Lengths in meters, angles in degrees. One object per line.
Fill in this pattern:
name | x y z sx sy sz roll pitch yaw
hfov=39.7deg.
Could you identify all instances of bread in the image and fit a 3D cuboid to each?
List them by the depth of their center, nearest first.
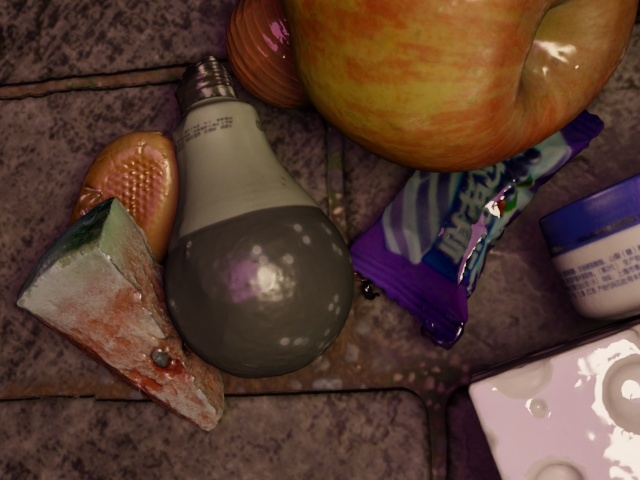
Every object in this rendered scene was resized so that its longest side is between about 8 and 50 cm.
bread | -0.201 -0.028 0.934 0.114 0.077 0.189 26 101 -5

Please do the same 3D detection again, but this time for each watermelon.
watermelon | -0.189 0.098 0.890 0.154 0.094 0.241 -37 106 19

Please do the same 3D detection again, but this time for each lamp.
lamp | -0.069 -0.026 0.839 0.182 0.182 0.314 -9 94 10
lamp | -0.028 -0.198 0.886 0.136 0.136 0.136 -1 84 11

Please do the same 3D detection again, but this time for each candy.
candy | 0.145 -0.041 0.870 0.145 0.070 0.275 34 88 22

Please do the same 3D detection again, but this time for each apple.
apple | 0.101 -0.210 0.762 0.301 0.301 0.302 -1 84 11

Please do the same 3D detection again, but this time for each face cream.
face cream | 0.303 -0.007 0.764 0.206 0.206 0.111 -24 83 8

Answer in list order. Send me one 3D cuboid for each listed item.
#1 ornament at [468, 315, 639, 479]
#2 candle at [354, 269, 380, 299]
ornament | 0.274 0.187 0.733 0.239 0.240 0.239 -22 81 8
candle | 0.000 -0.001 0.919 0.167 0.021 0.026 42 94 13
